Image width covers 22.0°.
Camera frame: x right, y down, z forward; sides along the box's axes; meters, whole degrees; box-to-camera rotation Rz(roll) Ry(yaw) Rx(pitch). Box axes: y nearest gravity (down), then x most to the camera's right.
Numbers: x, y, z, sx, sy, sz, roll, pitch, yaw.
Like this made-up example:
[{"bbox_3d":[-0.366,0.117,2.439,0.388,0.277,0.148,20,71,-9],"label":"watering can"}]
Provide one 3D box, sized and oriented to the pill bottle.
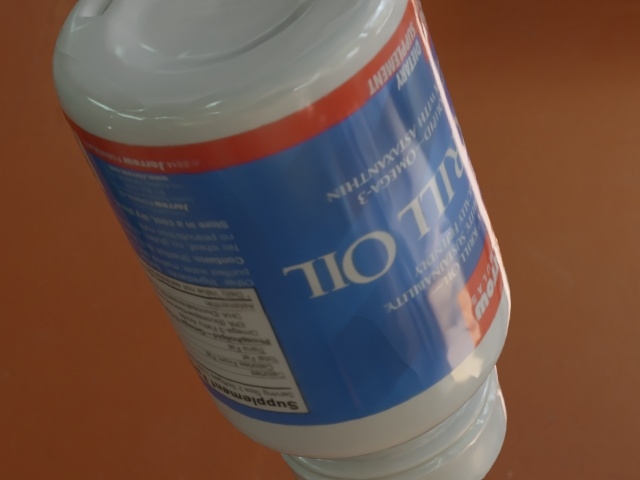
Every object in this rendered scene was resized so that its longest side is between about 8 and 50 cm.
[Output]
[{"bbox_3d":[0.000,0.000,0.598,0.124,0.221,0.124,-13,41,12],"label":"pill bottle"}]
